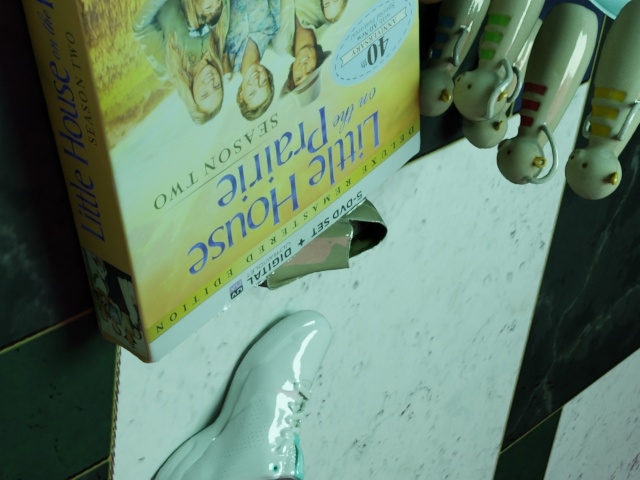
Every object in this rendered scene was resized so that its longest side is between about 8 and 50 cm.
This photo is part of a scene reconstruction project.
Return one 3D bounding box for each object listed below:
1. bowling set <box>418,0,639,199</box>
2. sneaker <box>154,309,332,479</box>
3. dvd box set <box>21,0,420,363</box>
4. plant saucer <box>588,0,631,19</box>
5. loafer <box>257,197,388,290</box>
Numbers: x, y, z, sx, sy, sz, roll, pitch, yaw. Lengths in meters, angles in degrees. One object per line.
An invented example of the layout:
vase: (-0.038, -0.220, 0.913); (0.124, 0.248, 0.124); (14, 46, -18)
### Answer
bowling set: (0.125, -0.140, 1.107); (0.200, 0.287, 0.154); (20, 90, -16)
sneaker: (-0.040, 0.159, 1.143); (0.212, 0.094, 0.080); (-54, 147, -13)
dvd box set: (-0.050, -0.156, 0.906); (0.308, 0.062, 0.420); (-38, 142, -32)
plant saucer: (0.282, -0.336, 1.166); (0.318, 0.044, 0.317); (-8, 103, -34)
loafer: (0.000, 0.000, 1.115); (0.148, 0.050, 0.056); (-32, 138, -39)
